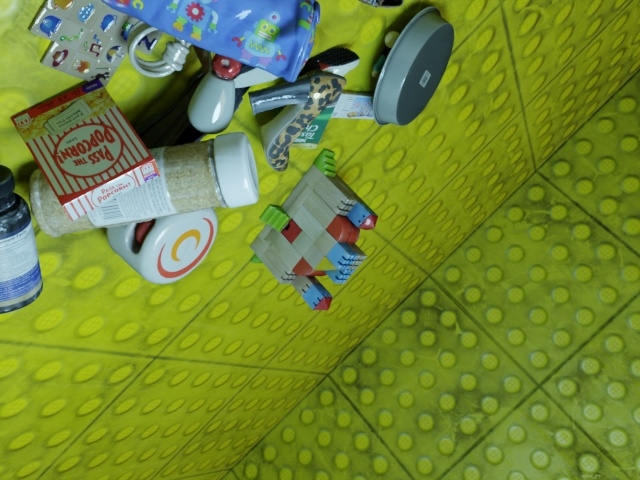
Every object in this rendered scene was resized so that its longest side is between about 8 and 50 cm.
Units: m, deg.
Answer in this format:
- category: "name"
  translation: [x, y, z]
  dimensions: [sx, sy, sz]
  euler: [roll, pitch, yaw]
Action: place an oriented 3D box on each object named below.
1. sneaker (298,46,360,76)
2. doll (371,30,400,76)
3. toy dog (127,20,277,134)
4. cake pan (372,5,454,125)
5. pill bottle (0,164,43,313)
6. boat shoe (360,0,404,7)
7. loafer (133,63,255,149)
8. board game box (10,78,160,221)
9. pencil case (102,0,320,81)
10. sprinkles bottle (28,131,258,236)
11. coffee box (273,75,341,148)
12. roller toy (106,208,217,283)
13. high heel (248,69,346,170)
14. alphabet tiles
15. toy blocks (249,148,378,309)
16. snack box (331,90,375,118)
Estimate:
- category: "sneaker"
  translation: [0.008, -0.347, 1.333]
  dimensions: [0.161, 0.057, 0.075]
  euler: [-28, 153, -19]
- category: "doll"
  translation: [0.166, -0.412, 1.466]
  dimensions: [0.129, 0.046, 0.189]
  euler: [-47, 159, -15]
- category: "toy dog"
  translation: [-0.130, -0.351, 1.016]
  dimensions: [0.334, 0.220, 0.161]
  euler: [-43, -160, 14]
- category: "cake pan"
  translation: [0.224, -0.393, 1.482]
  dimensions: [0.293, 0.054, 0.293]
  euler: [-48, 159, -26]
- category: "pill bottle"
  translation: [-0.515, -0.003, 0.997]
  dimensions: [0.123, 0.123, 0.219]
  euler: [-22, 130, -37]
- category: "boat shoe"
  translation: [0.100, -0.488, 1.224]
  dimensions: [0.183, 0.066, 0.066]
  euler: [-14, 143, -46]
- category: "loafer"
  translation: [-0.221, -0.217, 1.155]
  dimensions: [0.302, 0.095, 0.109]
  euler: [-40, 155, -5]
- category: "board game box"
  translation: [-0.354, -0.141, 0.958]
  dimensions: [0.147, 0.193, 0.045]
  euler: [-31, 156, -17]
- category: "pencil case"
  translation: [-0.146, -0.330, 0.863]
  dimensions: [0.306, 0.119, 0.133]
  euler: [19, 135, -16]
- category: "sprinkles bottle"
  translation: [-0.286, -0.092, 1.048]
  dimensions: [0.356, 0.121, 0.121]
  euler: [-9, 152, 3]
- category: "coffee box"
  translation: [-0.036, -0.264, 1.330]
  dimensions: [0.113, 0.040, 0.184]
  euler: [0, 149, -21]
- category: "roller toy"
  translation: [-0.317, -0.026, 1.261]
  dimensions: [0.191, 0.146, 0.209]
  euler: [-39, 153, -33]
- category: "high heel"
  translation: [-0.031, -0.228, 1.269]
  dimensions: [0.186, 0.093, 0.261]
  euler: [-16, 153, -3]
- category: "alphabet tiles"
  translation: [-0.306, -0.340, 0.940]
  dimensions: [0.237, 0.009, 0.198]
  euler: [-50, 154, 17]
- category: "toy blocks"
  translation: [0.000, 0.000, 1.627]
  dimensions: [0.381, 0.261, 0.191]
  euler: [-51, 154, 18]
- category: "snack box"
  translation: [0.084, -0.323, 1.517]
  dimensions: [0.178, 0.022, 0.064]
  euler: [-10, 139, -49]
